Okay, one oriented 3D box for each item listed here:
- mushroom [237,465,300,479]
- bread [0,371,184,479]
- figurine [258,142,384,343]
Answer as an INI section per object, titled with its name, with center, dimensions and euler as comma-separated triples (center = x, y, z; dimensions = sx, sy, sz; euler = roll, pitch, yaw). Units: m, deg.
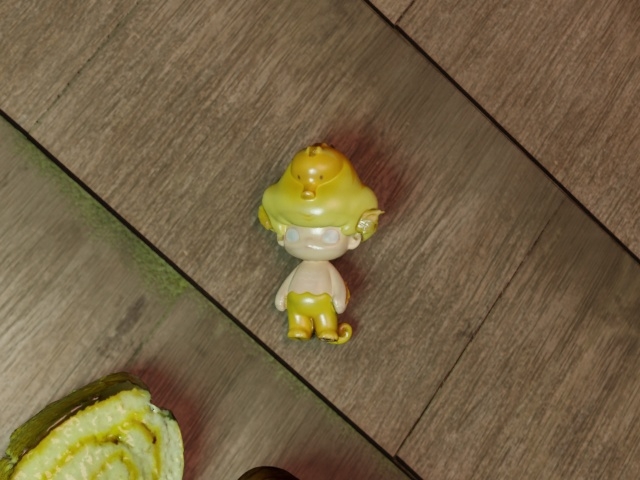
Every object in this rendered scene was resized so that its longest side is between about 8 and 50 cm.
[mushroom]
center = -0.042, 0.375, 1.898
dimensions = 0.254, 0.267, 0.267
euler = -31, 89, -39
[bread]
center = -0.249, 0.262, 1.906
dimensions = 0.186, 0.124, 0.257
euler = 46, 55, -15
[figurine]
center = 0.000, 0.000, 2.153
dimensions = 0.156, 0.131, 0.246
euler = 5, 83, 13
